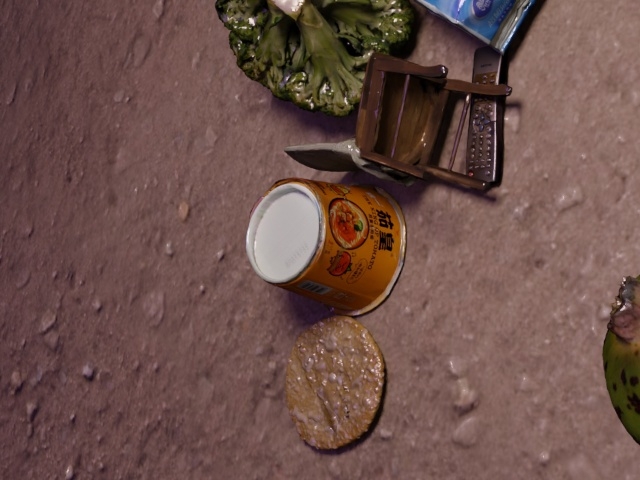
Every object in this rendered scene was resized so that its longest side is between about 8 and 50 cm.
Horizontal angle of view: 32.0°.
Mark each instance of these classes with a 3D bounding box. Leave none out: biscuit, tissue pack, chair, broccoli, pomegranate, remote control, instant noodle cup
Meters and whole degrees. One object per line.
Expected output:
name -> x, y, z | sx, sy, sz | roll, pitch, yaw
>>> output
biscuit -> 0.019, 0.223, 1.748 | 0.220, 0.033, 0.220 | -14, 70, 44
tissue pack -> 0.238, -0.436, 1.594 | 0.198, 0.146, 0.263 | 43, 106, 43
chair -> 0.107, -0.174, 1.648 | 0.319, 0.160, 0.186 | 18, 98, 52
broccoli -> -0.004, -0.362, 1.742 | 0.321, 0.283, 0.304 | 37, 94, 15
pomegranate -> 0.419, 0.122, 1.217 | 0.254, 0.270, 0.254 | -53, 13, 18
remote control -> 0.243, -0.182, 1.625 | 0.059, 0.028, 0.212 | -2, 80, 41
instant noodle cup -> 0.000, 0.000, 1.719 | 0.215, 0.172, 0.216 | -13, 71, 41
